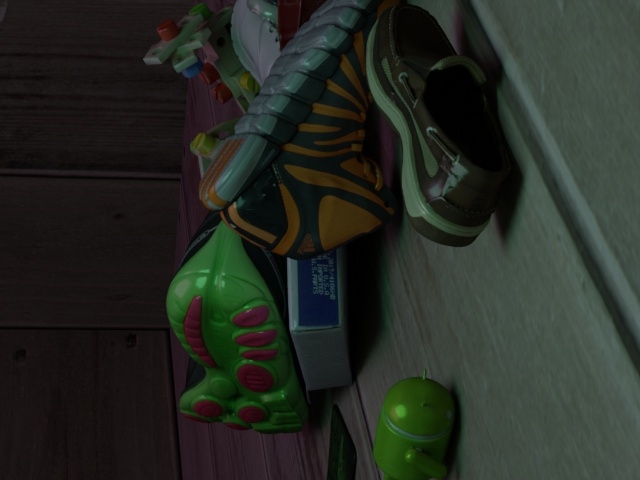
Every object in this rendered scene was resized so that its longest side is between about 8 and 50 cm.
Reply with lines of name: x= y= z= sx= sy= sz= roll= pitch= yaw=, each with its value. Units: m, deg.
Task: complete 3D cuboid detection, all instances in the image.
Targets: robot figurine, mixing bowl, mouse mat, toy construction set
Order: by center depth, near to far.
robot figurine: x=0.084 y=0.171 z=1.352 sx=0.101 sy=0.067 sz=0.115 roll=-89 pitch=6 yaw=-52
mixing bowl: x=0.010 y=-0.291 z=1.727 sx=0.181 sy=0.098 sz=0.182 roll=-178 pitch=90 yaw=-81
mouse mat: x=0.022 y=0.316 z=1.863 sx=0.152 sy=0.007 sz=0.190 roll=-119 pitch=31 yaw=-70
toy construction set: x=-0.146 y=-0.220 z=2.201 sx=0.151 sy=0.215 sz=0.328 roll=35 pitch=160 yaw=43

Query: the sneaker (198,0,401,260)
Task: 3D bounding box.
sneaker: x=0.025 y=-0.121 z=1.577 sx=0.321 sy=0.180 sz=0.124 roll=-55 pitch=17 yaw=-6

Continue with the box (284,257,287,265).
box: x=-0.044 y=0.086 z=2.099 sx=0.101 sy=0.060 sz=0.244 roll=-101 pitch=16 yaw=-51

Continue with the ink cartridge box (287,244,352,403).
ink cartridge box: x=0.000 y=0.000 z=1.789 sx=0.330 sy=0.071 sz=0.324 roll=78 pitch=-171 yaw=-70

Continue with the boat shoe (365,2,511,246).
boat shoe: x=0.106 y=-0.118 z=1.244 sx=0.095 sy=0.095 sz=0.257 roll=120 pitch=146 yaw=-42

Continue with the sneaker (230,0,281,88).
sneaker: x=-0.043 y=-0.240 z=2.058 sx=0.129 sy=0.111 sz=0.297 roll=-45 pitch=55 yaw=58

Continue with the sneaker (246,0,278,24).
sneaker: x=-0.030 y=-0.398 z=2.010 sx=0.293 sy=0.102 sz=0.146 roll=-97 pitch=27 yaw=-60

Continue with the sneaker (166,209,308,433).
sneaker: x=-0.090 y=0.112 z=1.941 sx=0.483 sy=0.185 sz=0.202 roll=96 pitch=-174 yaw=-60
